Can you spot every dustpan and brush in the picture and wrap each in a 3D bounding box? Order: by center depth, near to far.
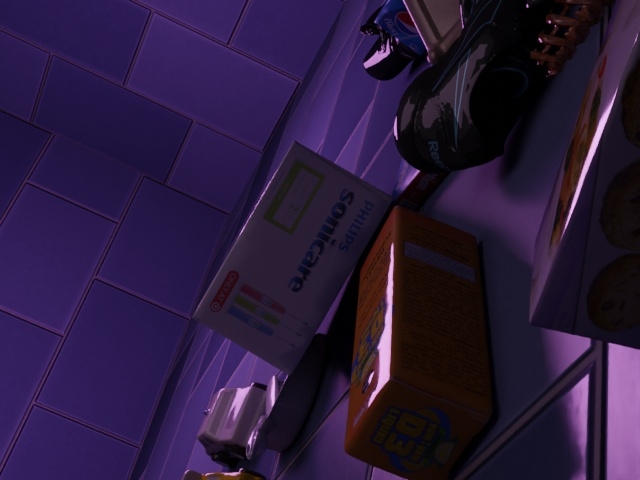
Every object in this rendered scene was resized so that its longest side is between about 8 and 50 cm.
[{"bbox_3d":[-0.049,0.195,1.201,0.147,0.060,0.211,-62,9,19],"label":"dustpan and brush"}]

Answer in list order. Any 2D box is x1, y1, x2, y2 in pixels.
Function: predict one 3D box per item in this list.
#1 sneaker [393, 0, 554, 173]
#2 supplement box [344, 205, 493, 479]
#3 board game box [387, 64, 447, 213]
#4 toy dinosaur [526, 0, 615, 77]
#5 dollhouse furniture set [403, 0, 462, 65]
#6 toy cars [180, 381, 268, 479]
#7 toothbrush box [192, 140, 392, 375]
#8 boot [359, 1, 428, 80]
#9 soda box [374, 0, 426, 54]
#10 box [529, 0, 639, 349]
[{"bbox_3d":[0.164,-0.174,0.923,0.106,0.101,0.267,13,77,59],"label":"sneaker"},{"bbox_3d":[0.071,0.068,0.785,0.233,0.080,0.078,-85,19,-60],"label":"supplement box"},{"bbox_3d":[0.142,-0.168,1.165,0.145,0.027,0.281,-51,17,54],"label":"board game box"},{"bbox_3d":[0.201,-0.267,0.739,0.322,0.164,0.218,-46,17,-25],"label":"toy dinosaur"},{"bbox_3d":[0.171,-0.354,1.144,0.197,0.151,0.302,-45,59,45],"label":"dollhouse furniture set"},{"bbox_3d":[-0.132,0.281,1.373,0.176,0.087,0.394,-62,9,18],"label":"toy cars"},{"bbox_3d":[-0.025,0.012,1.187,0.206,0.122,0.283,-60,1,3],"label":"toothbrush box"},{"bbox_3d":[0.135,-0.348,1.470,0.207,0.094,0.247,-176,105,-77],"label":"boot"},{"bbox_3d":[0.150,-0.326,1.284,0.210,0.071,0.067,-57,4,-28],"label":"soda box"},{"bbox_3d":[0.151,-0.078,0.433,0.324,0.067,0.063,98,-176,-48],"label":"box"}]
